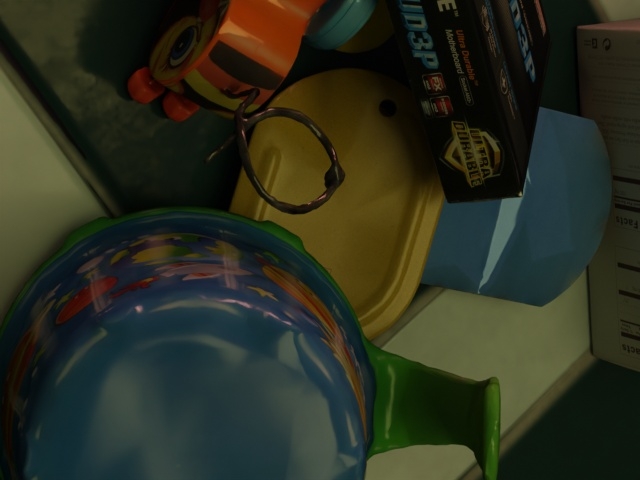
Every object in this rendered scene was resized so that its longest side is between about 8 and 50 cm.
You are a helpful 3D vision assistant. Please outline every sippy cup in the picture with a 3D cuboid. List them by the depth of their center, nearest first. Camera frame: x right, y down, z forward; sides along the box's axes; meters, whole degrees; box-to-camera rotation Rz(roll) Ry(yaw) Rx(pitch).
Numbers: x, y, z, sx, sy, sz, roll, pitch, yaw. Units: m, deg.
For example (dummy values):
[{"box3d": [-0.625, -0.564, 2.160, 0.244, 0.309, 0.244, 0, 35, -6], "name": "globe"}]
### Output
[{"box3d": [-0.071, 0.100, 0.892, 0.305, 0.224, 0.240, -34, 97, -4], "name": "sippy cup"}]

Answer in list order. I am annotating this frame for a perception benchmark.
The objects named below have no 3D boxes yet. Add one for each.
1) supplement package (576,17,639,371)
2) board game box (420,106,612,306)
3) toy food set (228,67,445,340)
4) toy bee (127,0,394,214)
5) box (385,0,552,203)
[{"box3d": [0.277, -0.034, 1.153, 0.139, 0.134, 0.244, -12, 103, -27], "name": "supplement package"}, {"box3d": [0.117, -0.030, 1.125, 0.169, 0.033, 0.133, 11, 94, -23], "name": "board game box"}, {"box3d": [0.000, 0.000, 1.052, 0.128, 0.071, 0.217, 18, 87, -6], "name": "toy food set"}, {"box3d": [-0.055, -0.144, 0.963, 0.195, 0.162, 0.298, 47, 50, -18], "name": "toy bee"}, {"box3d": [0.084, -0.159, 0.991, 0.175, 0.051, 0.220, -72, 149, -49], "name": "box"}]
